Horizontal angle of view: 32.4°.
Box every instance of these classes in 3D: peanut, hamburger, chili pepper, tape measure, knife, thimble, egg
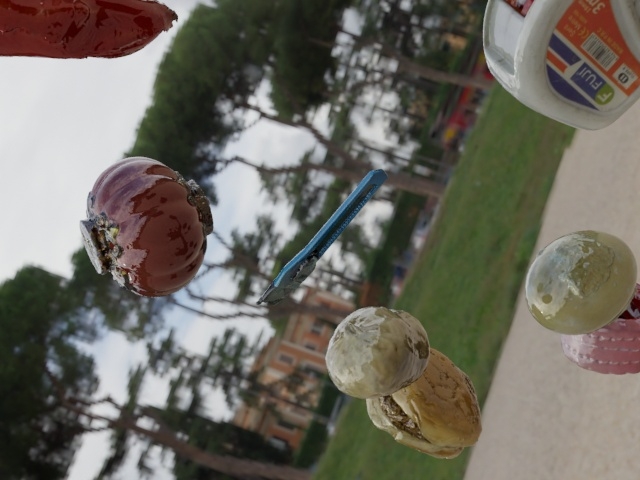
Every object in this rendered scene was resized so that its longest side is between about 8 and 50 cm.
[{"bbox_3d":[0.083,0.158,1.575,0.224,0.129,0.129,3,-74,-70],"label":"peanut"},{"bbox_3d":[0.175,0.273,1.871,0.108,0.214,0.214,-47,5,28],"label":"hamburger"},{"bbox_3d":[-0.345,-0.277,1.364,0.388,0.110,0.110,-3,-60,-36],"label":"chili pepper"},{"bbox_3d":[0.325,-0.278,1.343,0.265,0.258,0.130,-48,43,15],"label":"tape measure"},{"bbox_3d":[0.001,0.002,1.593,0.296,0.044,0.026,-50,42,30],"label":"knife"},{"bbox_3d":[0.544,0.159,2.044,0.163,0.190,0.125,-75,-13,-58],"label":"thimble"},{"bbox_3d":[0.416,0.064,1.749,0.201,0.164,0.164,-30,-29,-28],"label":"egg"}]

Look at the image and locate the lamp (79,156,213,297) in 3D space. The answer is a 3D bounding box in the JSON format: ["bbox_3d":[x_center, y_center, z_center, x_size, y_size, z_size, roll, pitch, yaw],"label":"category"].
[{"bbox_3d":[-0.267,-0.024,1.734,0.227,0.227,0.227,19,-90,-83],"label":"lamp"}]
